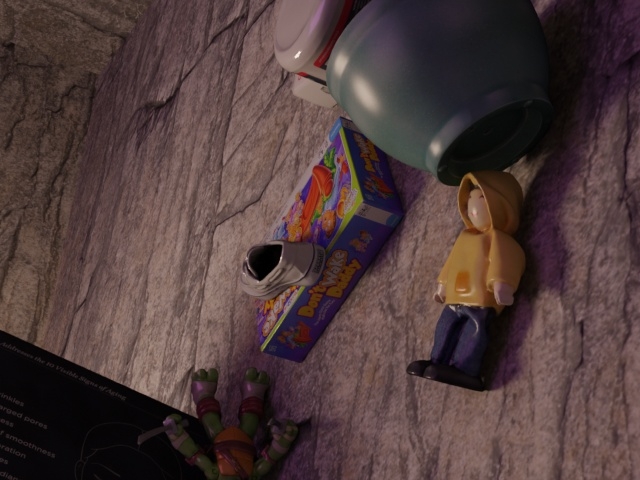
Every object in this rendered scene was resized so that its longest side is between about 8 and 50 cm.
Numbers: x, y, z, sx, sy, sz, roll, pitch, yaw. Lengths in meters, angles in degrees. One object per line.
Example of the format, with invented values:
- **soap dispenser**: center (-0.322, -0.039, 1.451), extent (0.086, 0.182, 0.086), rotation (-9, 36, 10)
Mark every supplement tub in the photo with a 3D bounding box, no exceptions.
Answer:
- **supplement tub**: center (0.084, -0.304, 1.811), extent (0.191, 0.272, 0.191), rotation (-46, 34, 44)

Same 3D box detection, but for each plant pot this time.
- **plant pot**: center (0.181, -0.196, 1.565), extent (0.293, 0.293, 0.196), rotation (-52, 57, 38)

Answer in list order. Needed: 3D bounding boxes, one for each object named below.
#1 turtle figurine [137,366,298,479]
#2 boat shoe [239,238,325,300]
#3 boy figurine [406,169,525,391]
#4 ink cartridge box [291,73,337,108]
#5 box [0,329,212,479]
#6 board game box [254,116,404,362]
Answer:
- **turtle figurine**: center (-0.147, 0.293, 1.982), extent (0.197, 0.275, 0.266), rotation (-26, 33, 11)
- **boat shoe**: center (-0.084, 0.037, 1.964), extent (0.258, 0.084, 0.095), rotation (-24, 52, 59)
- **boy figurine**: center (0.199, 0.047, 1.532), extent (0.177, 0.092, 0.285), rotation (-169, 94, -69)
- **ink cartridge box**: center (0.043, -0.354, 2.167), extent (0.218, 0.092, 0.159), rotation (-27, 49, 56)
- **box**: center (-0.459, 0.464, 2.050), extent (0.297, 0.479, 0.472), rotation (-58, 12, 27)
- **board game box**: center (0.000, 0.000, 2.014), extent (0.347, 0.078, 0.233), rotation (-57, 28, 30)
